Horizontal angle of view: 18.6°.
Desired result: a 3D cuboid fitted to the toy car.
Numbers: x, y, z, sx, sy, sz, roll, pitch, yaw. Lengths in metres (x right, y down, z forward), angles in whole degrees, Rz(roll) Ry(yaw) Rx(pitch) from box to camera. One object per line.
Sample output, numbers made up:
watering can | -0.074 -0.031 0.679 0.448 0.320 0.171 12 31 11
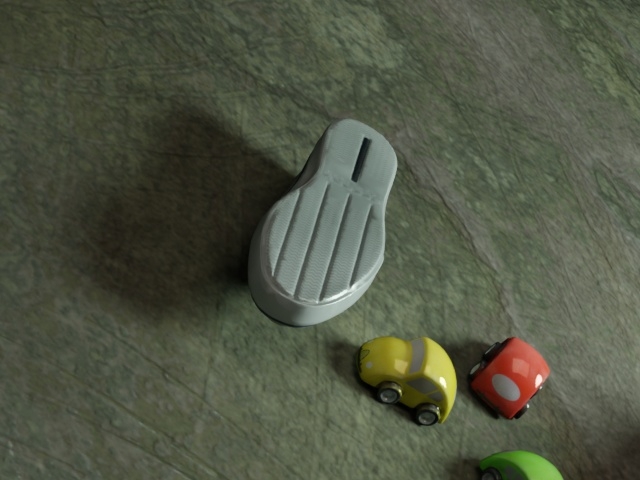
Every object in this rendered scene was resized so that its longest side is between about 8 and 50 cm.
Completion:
toy car | 0.162 0.171 1.739 0.239 0.053 0.225 4 49 -44

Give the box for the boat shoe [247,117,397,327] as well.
boat shoe | 0.000 0.000 1.721 0.109 0.094 0.302 30 33 -2
